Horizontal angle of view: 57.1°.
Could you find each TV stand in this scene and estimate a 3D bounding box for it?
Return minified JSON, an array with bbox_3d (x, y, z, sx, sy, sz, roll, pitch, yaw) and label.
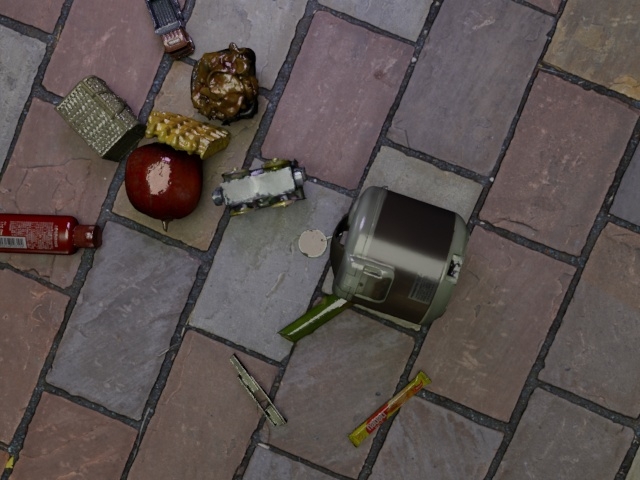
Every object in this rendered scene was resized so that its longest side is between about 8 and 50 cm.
[{"bbox_3d":[-0.185,0.435,1.705,0.042,0.036,0.249,-37,89,5],"label":"TV stand"}]

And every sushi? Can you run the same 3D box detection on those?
[{"bbox_3d":[-0.253,-0.423,1.603,0.213,0.204,0.199,-22,95,9],"label":"sushi"}]

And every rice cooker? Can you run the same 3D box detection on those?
[{"bbox_3d":[0.185,0.040,1.534,0.326,0.335,0.335,19,93,2],"label":"rice cooker"}]

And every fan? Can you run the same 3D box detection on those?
[{"bbox_3d":[0.000,0.000,1.698,0.134,0.005,0.085,-20,90,5],"label":"fan"}]

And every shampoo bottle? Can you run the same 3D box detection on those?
[{"bbox_3d":[-0.801,-0.017,1.709,0.315,0.076,0.118,2,91,3],"label":"shampoo bottle"}]

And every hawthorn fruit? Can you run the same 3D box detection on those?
[{"bbox_3d":[-0.433,-0.148,1.630,0.216,0.215,0.249,-3,96,3],"label":"hawthorn fruit"}]

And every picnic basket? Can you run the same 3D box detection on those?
[{"bbox_3d":[-0.607,-0.345,1.661,0.154,0.134,0.196,-44,88,2],"label":"picnic basket"}]

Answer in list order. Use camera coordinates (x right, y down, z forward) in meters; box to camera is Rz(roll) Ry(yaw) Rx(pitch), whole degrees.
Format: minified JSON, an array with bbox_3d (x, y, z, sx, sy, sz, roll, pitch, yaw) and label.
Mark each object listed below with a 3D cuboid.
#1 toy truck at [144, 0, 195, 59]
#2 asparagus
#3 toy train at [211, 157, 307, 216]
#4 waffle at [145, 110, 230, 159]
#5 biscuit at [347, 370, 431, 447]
[{"bbox_3d":[-0.429,-0.618,1.663,0.083,0.092,0.192,-20,91,3],"label":"toy truck"},{"bbox_3d":[0.003,0.209,1.677,0.278,0.060,0.067,-37,100,4],"label":"asparagus"},{"bbox_3d":[-0.159,-0.144,1.618,0.261,0.177,0.133,-12,91,4],"label":"toy train"},{"bbox_3d":[-0.383,-0.296,1.606,0.219,0.229,0.057,22,111,5],"label":"waffle"},{"bbox_3d":[0.196,0.484,1.691,0.292,0.026,0.048,-43,108,4],"label":"biscuit"}]
